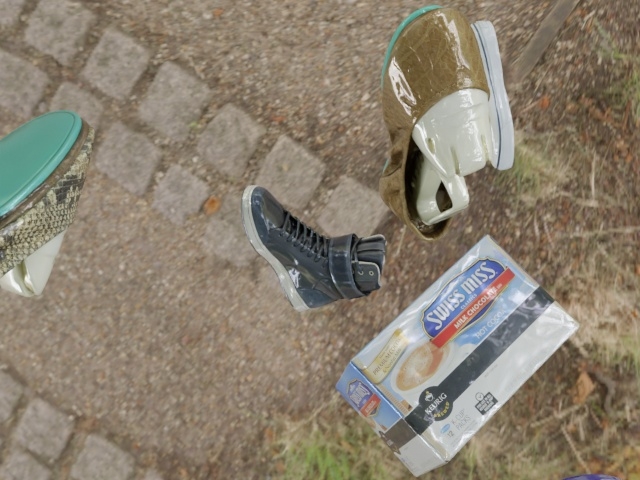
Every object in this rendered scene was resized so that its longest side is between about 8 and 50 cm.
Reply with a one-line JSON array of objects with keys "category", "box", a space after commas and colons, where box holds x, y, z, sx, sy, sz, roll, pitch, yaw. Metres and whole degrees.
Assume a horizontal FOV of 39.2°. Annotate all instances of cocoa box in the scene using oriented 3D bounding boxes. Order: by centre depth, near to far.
[{"category": "cocoa box", "box": [0.231, 0.204, 1.585, 0.228, 0.347, 0.231, 46, 162, 11]}]

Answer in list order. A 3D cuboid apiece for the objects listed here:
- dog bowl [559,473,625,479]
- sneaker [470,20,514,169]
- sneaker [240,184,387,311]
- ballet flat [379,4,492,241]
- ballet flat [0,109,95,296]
[{"category": "dog bowl", "box": [0.377, 0.466, 1.264, 0.264, 0.104, 0.265, -4, 112, -11]}, {"category": "sneaker", "box": [0.265, -0.237, 1.517, 0.091, 0.094, 0.258, -14, 109, 5]}, {"category": "sneaker", "box": [0.001, -0.001, 1.239, 0.163, 0.086, 0.226, -11, 131, 26]}, {"category": "ballet flat", "box": [0.125, -0.098, 0.959, 0.116, 0.342, 0.124, -20, 65, -12]}, {"category": "ballet flat", "box": [-0.409, 0.034, 1.017, 0.164, 0.483, 0.182, 4, 125, 27]}]
